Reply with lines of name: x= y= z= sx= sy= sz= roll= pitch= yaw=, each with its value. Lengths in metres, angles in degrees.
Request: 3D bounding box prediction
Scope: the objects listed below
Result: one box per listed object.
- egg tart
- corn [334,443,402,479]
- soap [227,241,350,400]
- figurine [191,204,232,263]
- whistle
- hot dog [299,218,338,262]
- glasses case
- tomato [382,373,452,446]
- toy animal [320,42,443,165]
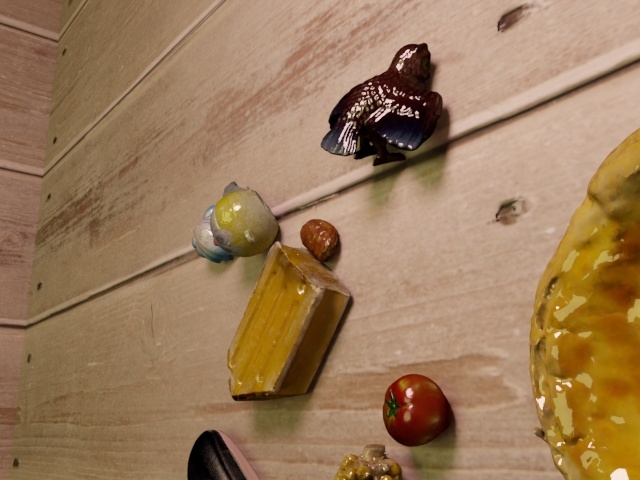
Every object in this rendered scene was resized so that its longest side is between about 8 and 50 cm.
egg tart: x=0.310 y=0.088 z=0.471 sx=0.388 sy=0.169 sz=0.388 roll=179 pitch=90 yaw=-67
corn: x=0.048 y=0.414 z=0.837 sx=0.097 sy=0.097 sz=0.320 roll=-1 pitch=82 yaw=53
soap: x=-0.063 y=0.151 z=1.065 sx=0.160 sy=0.080 sz=0.257 roll=45 pitch=117 yaw=50
figurine: x=-0.195 y=-0.004 z=1.303 sx=0.114 sy=0.079 sz=0.114 roll=0 pitch=91 yaw=18
whistle: x=-0.147 y=-0.043 z=1.208 sx=0.123 sy=0.123 sz=0.223 roll=-65 pitch=25 yaw=18
hot dog: x=0.000 y=0.000 z=1.060 sx=0.083 sy=0.035 sz=0.058 roll=45 pitch=116 yaw=49
glasses case: x=-0.140 y=0.432 z=1.094 sx=0.314 sy=0.075 sz=0.122 roll=39 pitch=113 yaw=51
tomato: x=0.116 y=0.206 z=0.817 sx=0.087 sy=0.075 sz=0.087 roll=-171 pitch=90 yaw=-69
toy animal: x=0.084 y=-0.193 z=0.932 sx=0.218 sy=0.116 sz=0.179 roll=35 pitch=110 yaw=58
